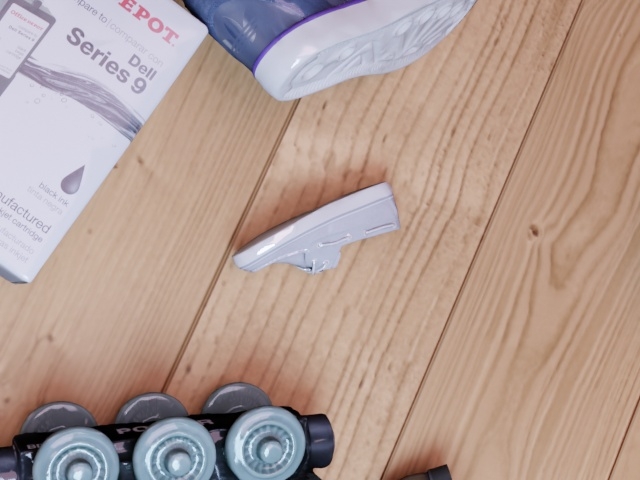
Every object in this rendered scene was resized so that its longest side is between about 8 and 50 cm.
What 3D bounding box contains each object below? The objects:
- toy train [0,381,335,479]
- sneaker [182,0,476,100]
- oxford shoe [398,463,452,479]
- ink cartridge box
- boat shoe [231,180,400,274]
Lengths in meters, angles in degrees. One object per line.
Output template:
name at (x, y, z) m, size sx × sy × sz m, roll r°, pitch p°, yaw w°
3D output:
toy train at (-0.144, 0.243, 1.259) m, size 0.333 × 0.142 × 0.190 m, roll -4°, pitch 98°, yaw -20°
sneaker at (-0.006, -0.277, 1.338) m, size 0.322 × 0.130 × 0.236 m, roll -26°, pitch 73°, yaw -43°
oxford shoe at (0.112, 0.347, 1.382) m, size 0.096 × 0.083 × 0.227 m, roll -15°, pitch 92°, yaw -1°
ink cartridge box at (-0.272, -0.136, 1.233) m, size 0.211 × 0.121 × 0.289 m, roll 36°, pitch 77°, yaw -15°
boat shoe at (0.000, 0.000, 1.363) m, size 0.184 × 0.066 × 0.063 m, roll -25°, pitch 95°, yaw -29°
